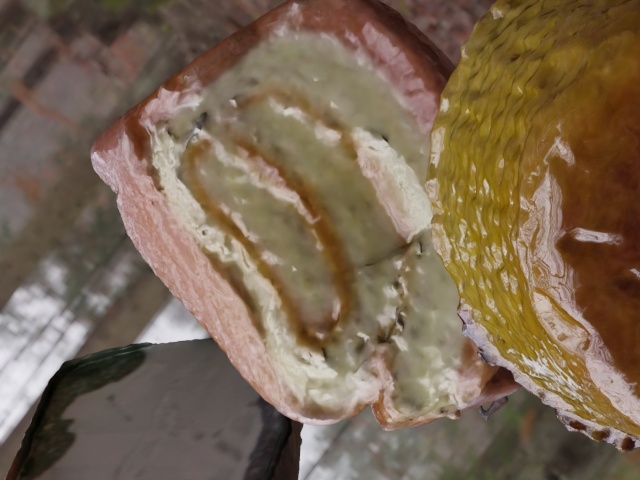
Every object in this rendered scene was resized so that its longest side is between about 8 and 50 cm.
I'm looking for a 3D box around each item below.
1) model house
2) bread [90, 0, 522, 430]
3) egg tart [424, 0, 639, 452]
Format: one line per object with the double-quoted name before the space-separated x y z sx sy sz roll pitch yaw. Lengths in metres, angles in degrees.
"model house" -0.094 0.253 1.028 0.271 0.190 0.301 -83 -12 -59
"bread" 0.010 -0.007 0.754 0.244 0.190 0.123 52 -170 7
"egg tart" 0.139 -0.015 0.519 0.215 0.215 0.171 38 -170 1
